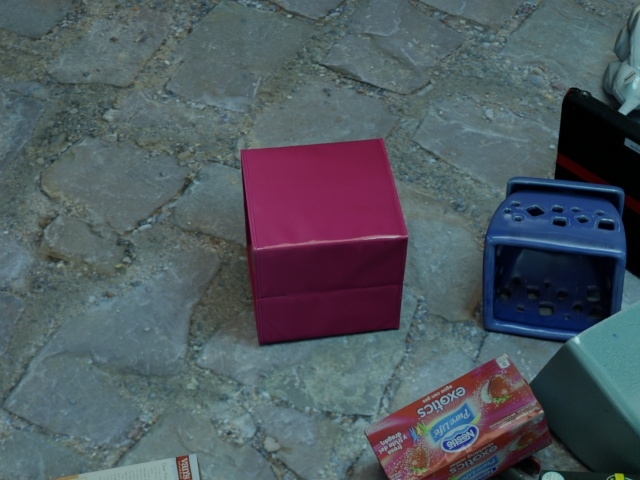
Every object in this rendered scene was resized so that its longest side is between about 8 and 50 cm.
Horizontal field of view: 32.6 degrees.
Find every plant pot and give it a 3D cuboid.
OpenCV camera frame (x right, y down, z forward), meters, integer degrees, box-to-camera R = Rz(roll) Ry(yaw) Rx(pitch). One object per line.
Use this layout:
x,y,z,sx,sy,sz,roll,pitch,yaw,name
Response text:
0.513,0.251,1.717,0.248,0.247,0.252,-25,69,-20,plant pot
0.415,0.021,1.924,0.236,0.235,0.212,7,44,13,plant pot

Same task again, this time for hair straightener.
0.236,0.333,1.768,0.230,0.047,0.089,32,55,27,hair straightener

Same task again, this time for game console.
0.575,-0.066,1.926,0.060,0.342,0.387,-38,57,-24,game console

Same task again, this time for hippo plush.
0.730,-0.346,2.250,0.237,0.234,0.294,17,30,2,hippo plush

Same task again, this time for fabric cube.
0.000,0.000,1.942,0.258,0.259,0.254,-6,47,-6,fabric cube

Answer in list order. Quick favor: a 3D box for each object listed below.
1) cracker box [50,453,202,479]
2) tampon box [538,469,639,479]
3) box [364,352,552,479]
-0.292,0.429,1.684,0.232,0.067,0.155,-9,49,-5,cracker box
0.407,0.423,1.643,0.161,0.101,0.120,1,47,3,tampon box
0.215,0.303,1.696,0.257,0.128,0.122,-28,53,-1,box
